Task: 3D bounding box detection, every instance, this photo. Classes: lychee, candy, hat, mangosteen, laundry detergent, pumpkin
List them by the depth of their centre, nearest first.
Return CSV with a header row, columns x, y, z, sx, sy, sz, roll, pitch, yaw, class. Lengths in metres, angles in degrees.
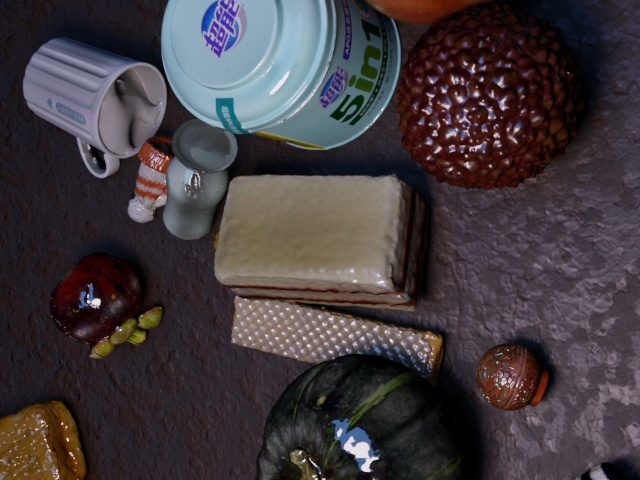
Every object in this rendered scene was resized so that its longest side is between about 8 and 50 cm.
x,y,z,sx,sy,sz,roll,pitch,yaw,class
0.237,-0.200,1.685,0.264,0.264,0.300,-12,38,27,lychee
0.059,0.324,1.743,0.323,0.241,0.323,15,116,32,pumpkin
-0.068,-0.293,1.815,0.287,0.305,0.287,-1,87,27,laundry detergent
0.000,0.000,1.836,0.321,0.135,0.179,3,68,27,candy
-0.277,-0.094,2.044,0.162,0.112,0.093,-63,36,22,hat
-0.368,0.114,2.046,0.166,0.166,0.180,-42,94,20,mangosteen

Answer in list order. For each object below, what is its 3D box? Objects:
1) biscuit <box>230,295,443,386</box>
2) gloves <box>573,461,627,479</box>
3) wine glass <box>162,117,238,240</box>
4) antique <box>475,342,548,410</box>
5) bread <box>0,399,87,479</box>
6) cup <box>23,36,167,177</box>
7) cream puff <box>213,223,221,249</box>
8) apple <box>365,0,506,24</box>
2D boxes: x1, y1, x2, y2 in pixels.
x,y,z,sx,sy,sz,roll,pitch,yaw,class
0.015,0.152,1.890,0.379,0.054,0.094,12,93,28,biscuit
0.347,0.412,1.665,0.219,0.131,0.140,-44,66,9,gloves
-0.198,-0.092,1.924,0.103,0.103,0.231,55,154,19,wine glass
0.271,0.194,1.729,0.104,0.104,0.104,-2,87,28,antique
-0.587,0.413,2.168,0.380,0.109,0.185,-20,83,27,bread
-0.400,-0.227,2.069,0.202,0.167,0.221,25,97,29,cup
-0.139,0.005,1.976,0.083,0.058,0.083,-3,85,25,cream puff
0.158,-0.462,1.722,0.319,0.277,0.319,0,89,28,apple
